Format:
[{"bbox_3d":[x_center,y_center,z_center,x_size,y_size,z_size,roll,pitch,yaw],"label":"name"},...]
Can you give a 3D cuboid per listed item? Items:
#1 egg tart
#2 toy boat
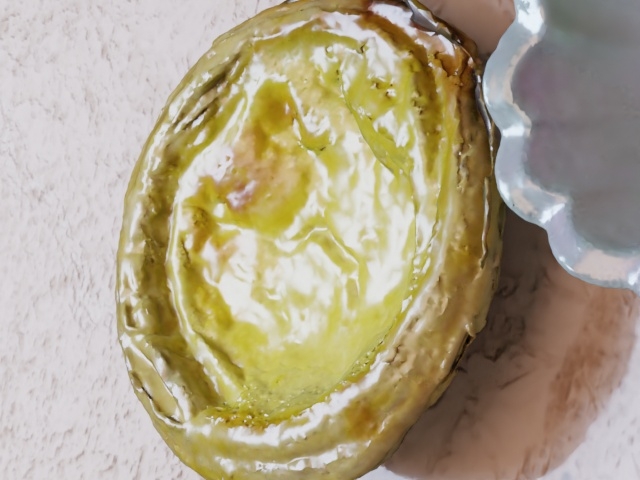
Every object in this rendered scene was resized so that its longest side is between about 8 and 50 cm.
[{"bbox_3d":[0.000,0.000,1.003,0.279,0.095,0.279,-11,73,40],"label":"egg tart"},{"bbox_3d":[0.205,-0.066,0.799,0.290,0.100,0.199,3,89,45],"label":"toy boat"}]
